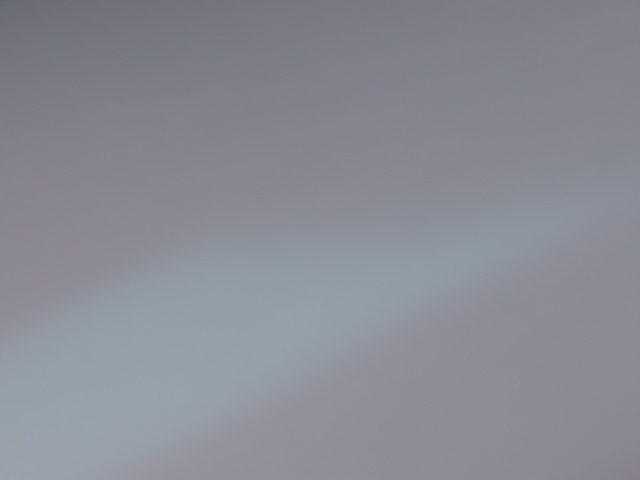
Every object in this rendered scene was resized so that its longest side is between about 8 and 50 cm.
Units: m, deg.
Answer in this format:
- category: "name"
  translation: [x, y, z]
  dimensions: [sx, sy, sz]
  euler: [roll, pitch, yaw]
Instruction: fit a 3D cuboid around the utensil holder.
- category: "utensil holder"
  translation: [0.000, 0.000, 0.531]
  dimensions: [0.385, 0.327, 0.327]
  euler: [-21, 107, -17]
